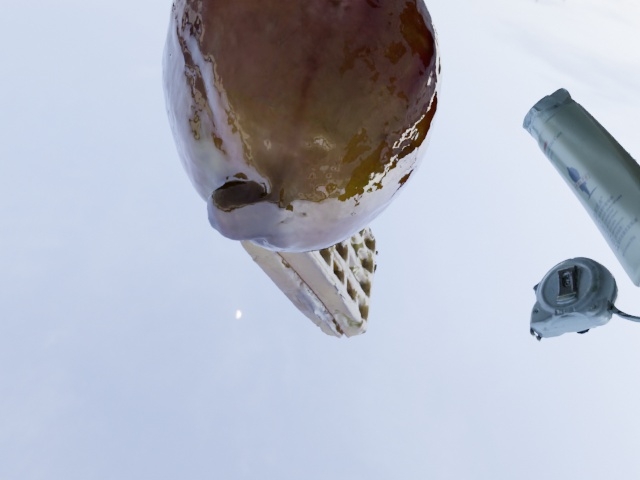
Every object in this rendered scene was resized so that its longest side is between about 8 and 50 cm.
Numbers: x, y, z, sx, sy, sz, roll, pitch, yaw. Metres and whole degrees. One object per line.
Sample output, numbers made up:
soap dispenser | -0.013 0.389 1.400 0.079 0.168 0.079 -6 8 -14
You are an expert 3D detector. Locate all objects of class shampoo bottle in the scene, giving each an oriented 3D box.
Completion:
shampoo bottle | 0.256 -0.056 0.537 0.049 0.072 0.213 -11 -133 -7

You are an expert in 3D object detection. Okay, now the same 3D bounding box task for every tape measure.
tape measure | 0.528 0.080 1.037 0.084 0.330 0.164 32 -128 -29

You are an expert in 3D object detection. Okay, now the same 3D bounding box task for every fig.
fig | -0.018 -0.113 0.457 0.223 0.224 0.263 -5 -111 -25

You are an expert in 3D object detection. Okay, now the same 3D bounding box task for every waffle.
waffle | 0.000 0.000 0.951 0.098 0.328 0.224 -4 -124 23
